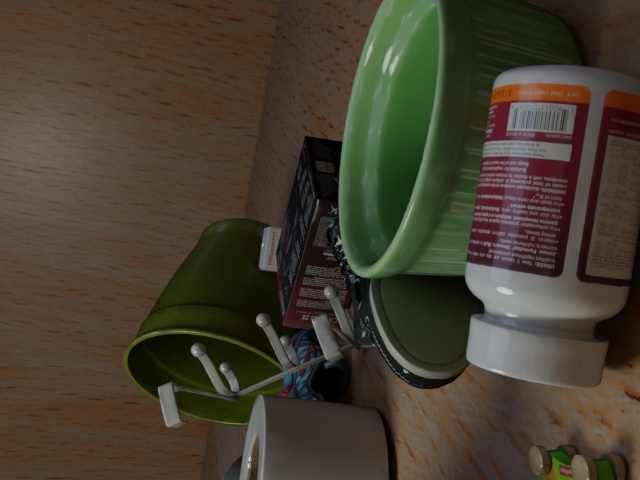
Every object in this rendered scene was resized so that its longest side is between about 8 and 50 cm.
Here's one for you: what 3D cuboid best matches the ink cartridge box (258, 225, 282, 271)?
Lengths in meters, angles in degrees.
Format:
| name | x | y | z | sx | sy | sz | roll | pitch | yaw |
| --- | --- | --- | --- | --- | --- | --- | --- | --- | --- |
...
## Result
| name | x | y | z | sx | sy | sz | roll | pitch | yaw |
| --- | --- | --- | --- | --- | --- | --- | --- | --- | --- |
| ink cartridge box | -0.056 | 0.023 | 1.572 | 0.052 | 0.122 | 0.088 | 169 | 108 | -77 |

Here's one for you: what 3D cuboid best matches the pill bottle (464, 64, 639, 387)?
| name | x | y | z | sx | sy | sz | roll | pitch | yaw |
| --- | --- | --- | --- | --- | --- | --- | --- | --- | --- |
| pill bottle | 0.175 | -0.011 | 0.586 | 0.121 | 0.121 | 0.221 | -160 | 78 | -77 |

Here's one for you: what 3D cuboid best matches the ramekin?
| name | x | y | z | sx | sy | sz | roll | pitch | yaw |
| --- | --- | --- | --- | --- | --- | --- | --- | --- | --- |
| ramekin | 0.129 | -0.104 | 0.778 | 0.303 | 0.148 | 0.303 | -172 | 90 | -77 |

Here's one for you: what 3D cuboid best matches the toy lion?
| name | x | y | z | sx | sy | sz | roll | pitch | yaw |
| --- | --- | --- | --- | --- | --- | --- | --- | --- | --- |
| toy lion | 0.192 | 0.207 | 0.594 | 0.100 | 0.034 | 0.096 | 147 | 123 | -73 |

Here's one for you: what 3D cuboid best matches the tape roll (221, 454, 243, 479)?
| name | x | y | z | sx | sy | sz | roll | pitch | yaw |
| --- | --- | --- | --- | --- | --- | --- | --- | --- | --- |
| tape roll | -0.155 | 0.545 | 1.568 | 0.219 | 0.072 | 0.219 | -51 | -30 | -45 |

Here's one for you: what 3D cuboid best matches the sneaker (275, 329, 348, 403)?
| name | x | y | z | sx | sy | sz | roll | pitch | yaw |
| --- | --- | --- | --- | --- | --- | --- | --- | --- | --- |
| sneaker | 0.003 | 0.232 | 1.316 | 0.125 | 0.104 | 0.262 | -32 | 24 | 24 |

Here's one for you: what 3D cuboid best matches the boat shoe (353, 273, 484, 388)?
| name | x | y | z | sx | sy | sz | roll | pitch | yaw |
| --- | --- | --- | --- | --- | --- | --- | --- | --- | --- |
| boat shoe | 0.096 | 0.070 | 0.875 | 0.340 | 0.127 | 0.113 | -101 | 21 | -59 |

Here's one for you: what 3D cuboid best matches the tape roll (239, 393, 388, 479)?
| name | x | y | z | sx | sy | sz | roll | pitch | yaw |
| --- | --- | --- | --- | --- | --- | --- | --- | --- | --- |
| tape roll | -0.018 | 0.345 | 1.090 | 0.246 | 0.169 | 0.246 | -172 | 90 | -80 |

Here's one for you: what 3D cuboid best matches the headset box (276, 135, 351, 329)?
| name | x | y | z | sx | sy | sz | roll | pitch | yaw |
| --- | --- | --- | --- | --- | --- | --- | --- | --- | --- |
| headset box | 0.000 | 0.000 | 1.367 | 0.218 | 0.110 | 0.293 | -101 | 22 | -55 |

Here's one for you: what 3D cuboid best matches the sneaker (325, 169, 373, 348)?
| name | x | y | z | sx | sy | sz | roll | pitch | yaw |
| --- | --- | --- | --- | --- | --- | --- | --- | --- | --- |
| sneaker | 0.055 | 0.021 | 1.131 | 0.101 | 0.106 | 0.267 | 143 | 132 | -71 |

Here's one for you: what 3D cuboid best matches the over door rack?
| name | x | y | z | sx | sy | sz | roll | pitch | yaw |
| --- | --- | --- | --- | --- | --- | --- | --- | --- | --- |
| over door rack | -0.073 | 0.153 | 1.105 | 0.324 | 0.239 | 0.108 | 31 | -145 | -80 |

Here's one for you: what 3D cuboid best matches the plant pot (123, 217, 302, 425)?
| name | x | y | z | sx | sy | sz | roll | pitch | yaw |
| --- | --- | --- | --- | --- | --- | --- | --- | --- | --- |
| plant pot | -0.187 | 0.153 | 1.679 | 0.366 | 0.366 | 0.353 | 114 | 172 | -51 |
